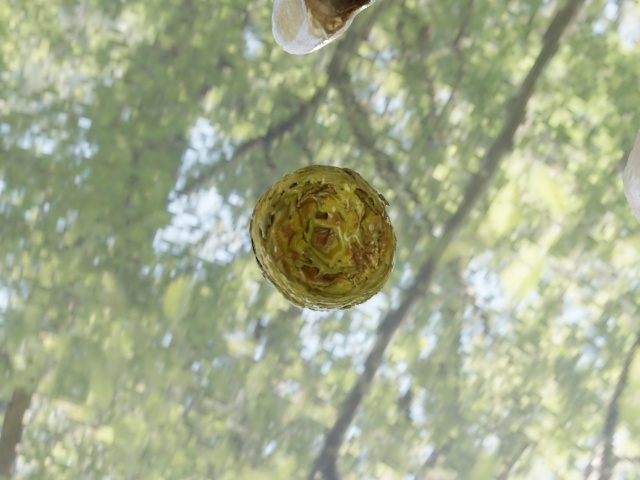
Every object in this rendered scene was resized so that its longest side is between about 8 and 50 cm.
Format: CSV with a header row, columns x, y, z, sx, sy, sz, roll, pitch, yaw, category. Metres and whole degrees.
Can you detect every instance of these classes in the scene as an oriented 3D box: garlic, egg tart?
x,y,z,sx,sy,sz,roll,pitch,yaw,category
0.016,-0.266,1.843,0.099,0.124,0.174,37,-121,-1,garlic
0.000,0.000,1.543,0.128,0.049,0.129,2,-101,-11,egg tart

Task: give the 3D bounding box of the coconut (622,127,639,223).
x,y,z,sx,sy,sz,roll,pitch,yaw,category
0.398,-0.049,1.207,0.404,0.404,0.405,8,-125,-12,coconut
